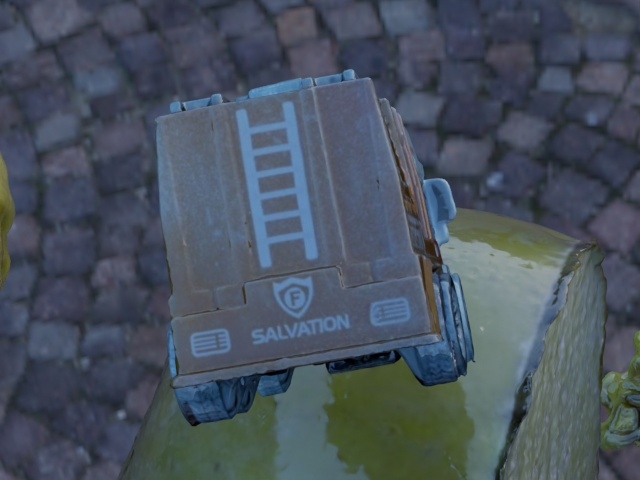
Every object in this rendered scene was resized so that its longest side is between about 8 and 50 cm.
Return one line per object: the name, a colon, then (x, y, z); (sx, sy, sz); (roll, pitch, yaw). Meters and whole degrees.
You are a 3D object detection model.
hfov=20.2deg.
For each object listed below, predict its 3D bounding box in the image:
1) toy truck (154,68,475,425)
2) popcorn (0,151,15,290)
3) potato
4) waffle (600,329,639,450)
toy truck: (0.000, 0.000, 0.941); (0.136, 0.305, 0.162); (-10, 88, 6)
popcorn: (-0.370, 0.028, 1.100); (0.390, 0.344, 0.354); (4, 37, -42)
potato: (0.020, 0.188, 1.288); (0.319, 0.385, 0.442); (13, 78, 17)
waffle: (0.460, 0.214, 1.919); (0.261, 0.151, 0.324); (-42, 93, 10)
